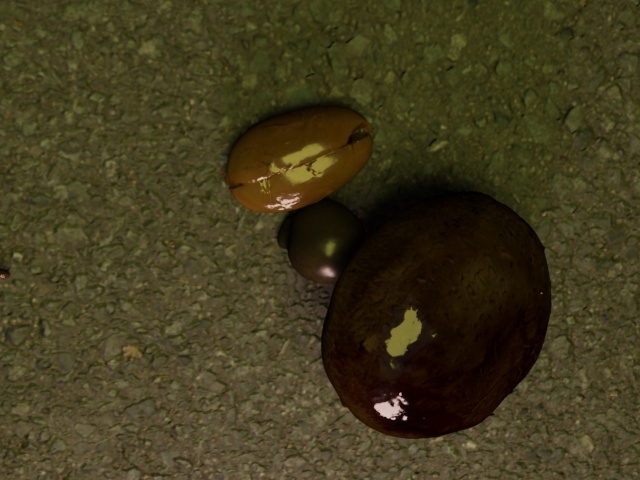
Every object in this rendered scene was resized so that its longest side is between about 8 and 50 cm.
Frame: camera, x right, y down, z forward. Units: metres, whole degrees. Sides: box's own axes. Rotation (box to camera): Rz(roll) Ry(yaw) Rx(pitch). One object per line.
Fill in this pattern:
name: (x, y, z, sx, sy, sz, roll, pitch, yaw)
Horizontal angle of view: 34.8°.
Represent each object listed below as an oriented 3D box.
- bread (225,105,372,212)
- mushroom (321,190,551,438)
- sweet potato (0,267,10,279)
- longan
bread: (-0.025, -0.099, 1.222, 0.189, 0.077, 0.114, -22, 93, 2)
mushroom: (0.155, 0.098, 1.263, 0.239, 0.345, 0.345, 30, 105, 14)
sweet potato: (-0.473, 0.019, 1.178, 0.226, 0.068, 0.068, 6, 111, -36)
longan: (0.000, 0.000, 1.270, 0.119, 0.106, 0.106, 12, 115, 27)
